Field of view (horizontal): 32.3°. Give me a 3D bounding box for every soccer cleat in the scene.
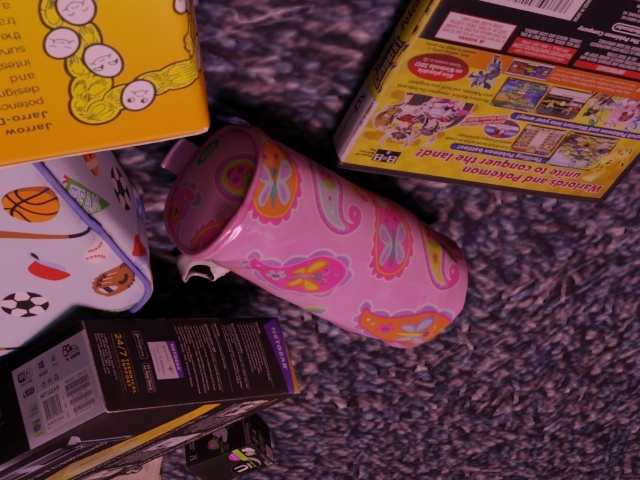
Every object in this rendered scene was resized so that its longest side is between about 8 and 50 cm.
[{"bbox_3d":[-0.087,0.019,0.990,0.083,0.035,0.029,-6,142,-9],"label":"soccer cleat"}]

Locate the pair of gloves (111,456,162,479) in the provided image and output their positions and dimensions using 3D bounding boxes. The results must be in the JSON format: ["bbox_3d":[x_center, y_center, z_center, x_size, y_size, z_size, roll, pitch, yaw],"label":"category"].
[{"bbox_3d":[-0.298,0.306,1.295,0.240,0.042,0.204,-9,139,-9],"label":"pair of gloves"}]

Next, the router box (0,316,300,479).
[{"bbox_3d":[-0.212,0.161,1.008,0.309,0.081,0.243,-29,161,31],"label":"router box"}]

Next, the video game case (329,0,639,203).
[{"bbox_3d":[0.178,-0.133,0.875,0.275,0.035,0.248,6,139,-25],"label":"video game case"}]

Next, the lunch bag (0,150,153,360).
[{"bbox_3d":[-0.277,-0.023,0.819,0.243,0.115,0.303,-17,144,9],"label":"lunch bag"}]

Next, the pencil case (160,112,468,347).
[{"bbox_3d":[0.000,0.000,0.930,0.124,0.124,0.284,-37,136,29],"label":"pencil case"}]

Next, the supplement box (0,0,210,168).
[{"bbox_3d":[-0.178,-0.221,0.521,0.195,0.194,0.356,-10,143,-4],"label":"supplement box"}]

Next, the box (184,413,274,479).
[{"bbox_3d":[-0.104,0.233,1.249,0.083,0.052,0.062,-21,141,12],"label":"box"}]
